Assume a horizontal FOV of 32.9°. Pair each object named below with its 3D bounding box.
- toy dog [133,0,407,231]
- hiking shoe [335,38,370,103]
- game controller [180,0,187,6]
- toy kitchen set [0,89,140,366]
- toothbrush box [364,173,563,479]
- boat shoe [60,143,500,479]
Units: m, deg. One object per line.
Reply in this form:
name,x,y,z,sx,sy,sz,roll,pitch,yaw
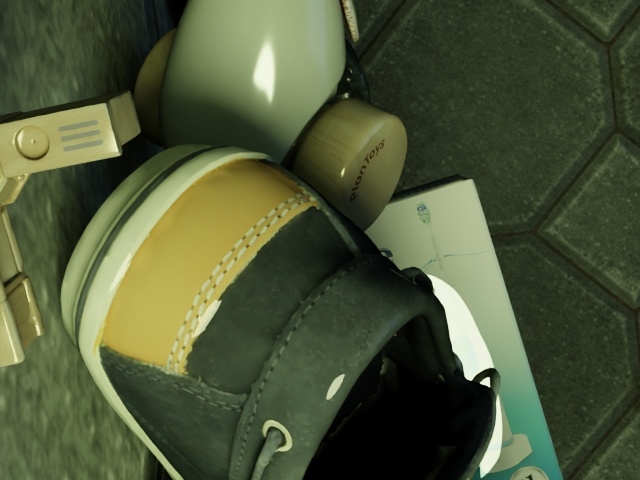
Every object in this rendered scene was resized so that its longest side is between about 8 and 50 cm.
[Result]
toy dog,-0.054,-0.122,0.569,0.161,0.220,0.334,-49,133,-38
hiking shoe,-0.032,-0.120,1.014,0.304,0.113,0.132,111,-34,-66
game controller,-0.081,-0.273,0.920,0.319,0.067,0.166,-92,173,-45
toy kitchen set,-0.098,0.001,0.366,0.068,0.075,0.083,-73,151,-74
toothbrush box,0.066,0.112,0.937,0.126,0.216,0.296,-74,145,-84
boat shoe,0.016,0.127,0.649,0.187,0.156,0.500,-53,152,-17
